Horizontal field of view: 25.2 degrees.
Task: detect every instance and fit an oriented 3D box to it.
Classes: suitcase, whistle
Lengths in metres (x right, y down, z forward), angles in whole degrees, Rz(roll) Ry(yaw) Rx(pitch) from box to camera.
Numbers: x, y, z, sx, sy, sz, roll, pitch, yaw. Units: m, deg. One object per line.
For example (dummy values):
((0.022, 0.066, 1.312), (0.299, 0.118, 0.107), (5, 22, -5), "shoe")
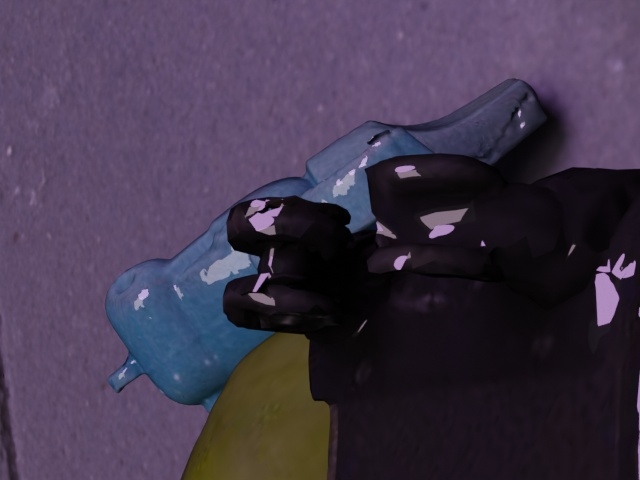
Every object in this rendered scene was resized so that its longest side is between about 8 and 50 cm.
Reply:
((0.180, 0.130, 0.410), (0.194, 0.434, 0.283), (-16, 66, 52), "suitcase")
((0.000, 0.000, 0.763), (0.274, 0.186, 0.093), (-35, 95, 1), "whistle")

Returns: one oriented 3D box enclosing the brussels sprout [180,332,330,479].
((0.061, 0.155, 0.686), (0.274, 0.242, 0.317), (45, 141, 16), "brussels sprout")
